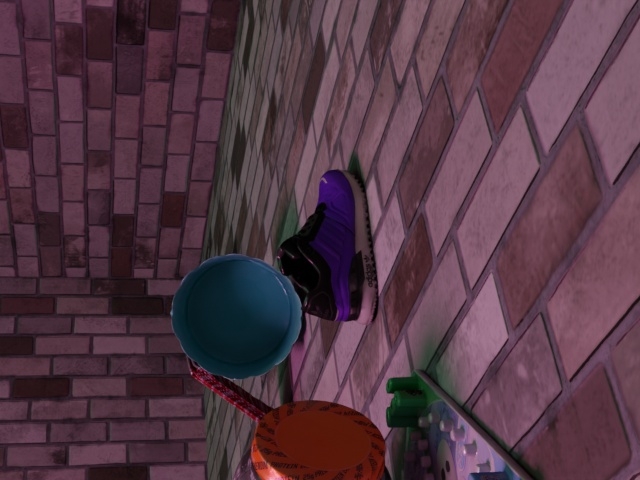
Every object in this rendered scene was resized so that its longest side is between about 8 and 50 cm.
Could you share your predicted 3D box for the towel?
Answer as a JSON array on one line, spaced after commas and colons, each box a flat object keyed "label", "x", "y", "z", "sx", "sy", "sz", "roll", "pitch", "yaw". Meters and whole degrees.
[{"label": "towel", "x": -0.180, "y": 0.346, "z": 2.152, "sx": 0.031, "sy": 0.275, "sz": 0.199, "roll": -53, "pitch": 12, "yaw": -4}]

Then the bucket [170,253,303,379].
[{"label": "bucket", "x": -0.179, "y": 0.162, "z": 2.088, "sx": 0.183, "sy": 0.281, "sz": 0.281, "roll": 148, "pitch": 123, "yaw": -87}]

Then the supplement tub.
[{"label": "supplement tub", "x": -0.018, "y": 0.389, "z": 1.243, "sx": 0.207, "sy": 0.207, "sz": 0.338, "roll": -111, "pitch": 24, "yaw": -60}]

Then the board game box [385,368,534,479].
[{"label": "board game box", "x": 0.138, "y": 0.393, "z": 1.127, "sx": 0.390, "sy": 0.050, "sz": 0.390, "roll": -140, "pitch": 52, "yaw": -74}]

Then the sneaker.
[{"label": "sneaker", "x": 0.000, "y": 0.000, "z": 1.560, "sx": 0.102, "sy": 0.146, "sz": 0.293, "roll": 107, "pitch": 159, "yaw": -52}]
